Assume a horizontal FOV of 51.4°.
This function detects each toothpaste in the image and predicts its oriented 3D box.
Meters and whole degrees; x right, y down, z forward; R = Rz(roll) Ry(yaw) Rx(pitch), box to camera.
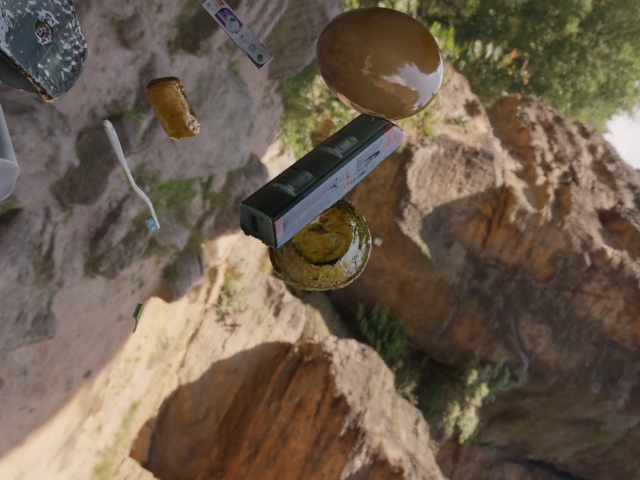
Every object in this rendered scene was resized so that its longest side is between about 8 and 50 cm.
[{"bbox_3d":[-0.190,-0.482,1.536,0.047,0.196,0.040,-42,-168,5],"label":"toothpaste"}]

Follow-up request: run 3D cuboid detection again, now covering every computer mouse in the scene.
[{"bbox_3d":[-0.505,-0.370,1.102,0.374,0.114,0.203,99,17,-71],"label":"computer mouse"}]

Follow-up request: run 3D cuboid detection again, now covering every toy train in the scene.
[{"bbox_3d":[0.019,-0.134,1.224,0.409,0.086,0.089,-42,145,-34],"label":"toy train"}]

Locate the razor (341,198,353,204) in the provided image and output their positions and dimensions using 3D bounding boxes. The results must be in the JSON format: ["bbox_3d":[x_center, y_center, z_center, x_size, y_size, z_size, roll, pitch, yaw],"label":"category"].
[{"bbox_3d":[0.042,-0.085,1.781,0.278,0.111,0.056,-126,-129,-83],"label":"razor"}]

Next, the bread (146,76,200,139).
[{"bbox_3d":[-0.288,-0.259,1.304,0.132,0.074,0.053,72,18,-45],"label":"bread"}]

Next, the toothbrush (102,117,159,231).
[{"bbox_3d":[-0.349,-0.117,1.240,0.026,0.022,0.263,-32,136,-22],"label":"toothbrush"}]

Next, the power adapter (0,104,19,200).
[{"bbox_3d":[-0.709,-0.203,1.285,0.187,0.255,0.124,1,138,-43],"label":"power adapter"}]

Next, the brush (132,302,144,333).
[{"bbox_3d":[-0.503,0.212,1.815,0.019,0.021,0.083,95,11,-84],"label":"brush"}]

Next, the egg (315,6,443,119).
[{"bbox_3d":[0.169,-0.506,1.895,0.301,0.373,0.301,-56,-165,23],"label":"egg"}]

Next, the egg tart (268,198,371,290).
[{"bbox_3d":[0.001,-0.001,1.318,0.213,0.212,0.090,-59,174,-20],"label":"egg tart"}]
